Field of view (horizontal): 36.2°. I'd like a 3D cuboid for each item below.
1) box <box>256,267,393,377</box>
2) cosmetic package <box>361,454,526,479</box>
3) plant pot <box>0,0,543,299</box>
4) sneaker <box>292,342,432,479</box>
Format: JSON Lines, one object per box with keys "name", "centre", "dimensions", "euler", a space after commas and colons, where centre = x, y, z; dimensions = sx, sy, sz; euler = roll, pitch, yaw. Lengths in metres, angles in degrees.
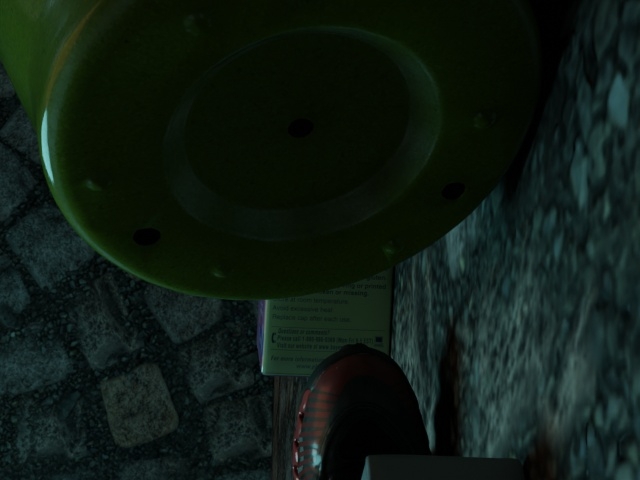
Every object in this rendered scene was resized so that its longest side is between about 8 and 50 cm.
{"name": "box", "centre": [0.000, 0.000, 0.971], "dimensions": [0.213, 0.117, 0.243], "euler": [-157, 71, -85]}
{"name": "cosmetic package", "centre": [0.057, 0.219, 0.420], "dimensions": [0.231, 0.085, 0.117], "euler": [-95, 10, -49]}
{"name": "plant pot", "centre": [-0.047, -0.170, 0.560], "dimensions": [0.366, 0.366, 0.353], "euler": [98, 161, -47]}
{"name": "sneaker", "centre": [0.032, 0.206, 0.620], "dimensions": [0.135, 0.097, 0.276], "euler": [158, 113, -85]}
